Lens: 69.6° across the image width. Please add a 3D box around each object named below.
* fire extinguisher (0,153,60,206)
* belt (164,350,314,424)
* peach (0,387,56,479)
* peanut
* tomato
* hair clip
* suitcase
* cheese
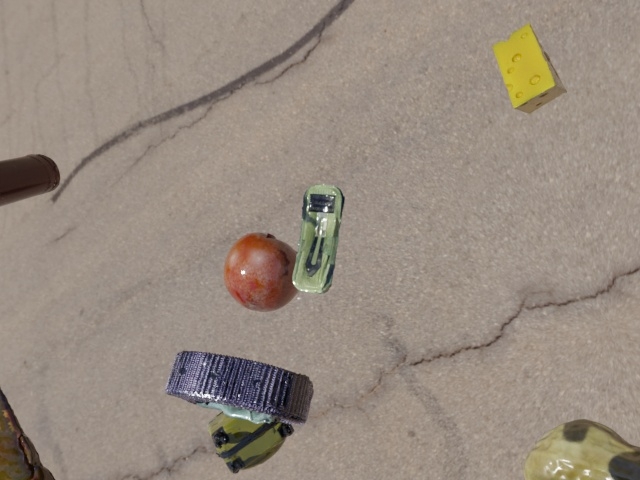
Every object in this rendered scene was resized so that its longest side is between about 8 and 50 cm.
[{"bbox_3d":[-0.672,-0.116,0.967,0.104,0.269,0.105,2,108,7],"label":"fire extinguisher"},{"bbox_3d":[-0.175,0.321,0.995,0.324,0.260,0.122,4,64,16],"label":"belt"},{"bbox_3d":[-0.344,0.194,0.390,0.267,0.158,0.154,52,134,12],"label":"peach"},{"bbox_3d":[0.542,0.431,0.877,0.291,0.143,0.160,-4,85,35],"label":"peanut"},{"bbox_3d":[-0.189,0.111,1.498,0.264,0.264,0.265,-6,78,31],"label":"tomato"},{"bbox_3d":[0.001,-0.001,1.378,0.138,0.091,0.322,5,80,24],"label":"hair clip"},{"bbox_3d":[-0.181,0.494,1.194,0.143,0.193,0.235,59,159,0],"label":"suitcase"},{"bbox_3d":[0.451,-0.382,1.014,0.093,0.126,0.171,-27,79,38],"label":"cheese"}]
